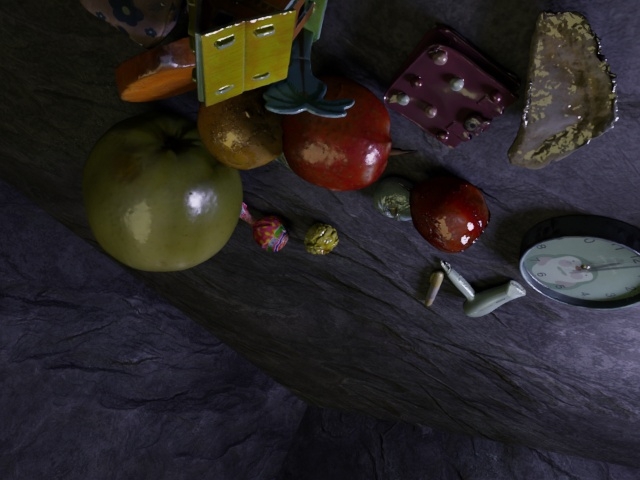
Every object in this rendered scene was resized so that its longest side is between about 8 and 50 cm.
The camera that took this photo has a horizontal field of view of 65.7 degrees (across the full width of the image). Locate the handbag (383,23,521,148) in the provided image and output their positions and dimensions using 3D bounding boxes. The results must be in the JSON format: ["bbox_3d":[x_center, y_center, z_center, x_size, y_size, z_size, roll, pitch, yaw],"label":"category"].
[{"bbox_3d":[0.253,-0.290,0.986,0.216,0.074,0.203,33,151,-11],"label":"handbag"}]

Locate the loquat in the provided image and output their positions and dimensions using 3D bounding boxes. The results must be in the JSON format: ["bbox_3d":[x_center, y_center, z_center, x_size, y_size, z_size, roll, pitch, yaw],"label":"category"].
[{"bbox_3d":[-0.181,-0.283,1.188,0.235,0.235,0.235,20,150,12],"label":"loquat"}]

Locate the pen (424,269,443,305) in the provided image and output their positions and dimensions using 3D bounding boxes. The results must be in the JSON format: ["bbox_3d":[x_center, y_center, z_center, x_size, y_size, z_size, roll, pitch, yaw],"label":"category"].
[{"bbox_3d":[0.370,0.159,1.641,0.040,0.032,0.233,42,157,22],"label":"pen"}]

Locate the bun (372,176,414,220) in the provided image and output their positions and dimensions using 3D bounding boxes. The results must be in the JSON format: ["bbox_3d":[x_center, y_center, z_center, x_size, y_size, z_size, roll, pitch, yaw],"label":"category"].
[{"bbox_3d":[0.203,-0.100,1.316,0.141,0.083,0.141,18,150,11],"label":"bun"}]

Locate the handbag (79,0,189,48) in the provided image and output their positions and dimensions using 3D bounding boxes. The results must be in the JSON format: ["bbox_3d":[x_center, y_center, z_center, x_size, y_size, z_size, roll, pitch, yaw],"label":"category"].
[{"bbox_3d":[-0.316,-0.525,0.932,0.190,0.193,0.251,30,140,-16],"label":"handbag"}]

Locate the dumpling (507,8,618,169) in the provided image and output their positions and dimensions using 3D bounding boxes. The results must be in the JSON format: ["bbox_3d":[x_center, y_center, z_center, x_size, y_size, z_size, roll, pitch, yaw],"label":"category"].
[{"bbox_3d":[0.439,-0.254,0.878,0.166,0.086,0.332,16,148,20],"label":"dumpling"}]

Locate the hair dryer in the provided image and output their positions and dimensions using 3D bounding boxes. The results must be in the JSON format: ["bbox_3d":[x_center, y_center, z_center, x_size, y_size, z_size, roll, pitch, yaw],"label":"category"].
[{"bbox_3d":[0.460,0.123,1.499,0.237,0.075,0.206,39,142,-5],"label":"hair dryer"}]

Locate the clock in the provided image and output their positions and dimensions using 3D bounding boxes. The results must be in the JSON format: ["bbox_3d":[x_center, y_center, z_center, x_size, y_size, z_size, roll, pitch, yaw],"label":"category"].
[{"bbox_3d":[0.657,0.064,1.226,0.319,0.066,0.319,20,149,13],"label":"clock"}]

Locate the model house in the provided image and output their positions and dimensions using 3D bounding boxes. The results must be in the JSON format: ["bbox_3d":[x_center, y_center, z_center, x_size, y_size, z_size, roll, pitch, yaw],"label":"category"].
[{"bbox_3d":[-0.071,-0.384,0.846,0.340,0.323,0.300,26,151,2],"label":"model house"}]

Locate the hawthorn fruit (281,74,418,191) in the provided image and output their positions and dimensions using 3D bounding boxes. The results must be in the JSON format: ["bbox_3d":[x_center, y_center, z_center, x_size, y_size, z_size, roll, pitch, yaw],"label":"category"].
[{"bbox_3d":[0.067,-0.232,1.090,0.300,0.254,0.254,7,148,3],"label":"hawthorn fruit"}]

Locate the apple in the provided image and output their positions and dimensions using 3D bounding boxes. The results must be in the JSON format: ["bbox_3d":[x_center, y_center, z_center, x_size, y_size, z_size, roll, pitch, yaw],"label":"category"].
[{"bbox_3d":[-0.449,-0.137,1.438,0.474,0.473,0.473,20,150,12],"label":"apple"}]

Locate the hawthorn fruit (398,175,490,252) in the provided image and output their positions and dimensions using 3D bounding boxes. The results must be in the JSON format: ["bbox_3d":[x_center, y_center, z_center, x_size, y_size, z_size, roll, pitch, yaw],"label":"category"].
[{"bbox_3d":[0.286,-0.073,1.201,0.235,0.181,0.181,29,150,-2],"label":"hawthorn fruit"}]

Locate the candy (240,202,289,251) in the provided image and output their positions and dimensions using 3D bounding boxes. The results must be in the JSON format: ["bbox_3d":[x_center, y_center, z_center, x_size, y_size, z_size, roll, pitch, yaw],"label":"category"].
[{"bbox_3d":[-0.268,-0.093,1.712,0.365,0.124,0.124,36,151,7],"label":"candy"}]

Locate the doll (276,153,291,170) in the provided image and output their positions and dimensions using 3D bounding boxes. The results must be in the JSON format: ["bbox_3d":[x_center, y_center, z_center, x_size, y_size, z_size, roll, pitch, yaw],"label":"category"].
[{"bbox_3d":[-0.053,-0.224,1.342,0.214,0.071,0.103,14,161,6],"label":"doll"}]

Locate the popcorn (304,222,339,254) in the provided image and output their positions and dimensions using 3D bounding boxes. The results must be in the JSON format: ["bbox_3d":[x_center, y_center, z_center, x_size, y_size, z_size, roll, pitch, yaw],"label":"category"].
[{"bbox_3d":[0.000,0.000,1.614,0.121,0.106,0.116,-1,131,40],"label":"popcorn"}]

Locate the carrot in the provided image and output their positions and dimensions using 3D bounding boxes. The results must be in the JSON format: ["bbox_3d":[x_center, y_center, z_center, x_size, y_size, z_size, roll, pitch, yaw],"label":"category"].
[{"bbox_3d":[-0.327,-0.385,1.091,0.307,0.258,0.100,-132,20,-76],"label":"carrot"}]
